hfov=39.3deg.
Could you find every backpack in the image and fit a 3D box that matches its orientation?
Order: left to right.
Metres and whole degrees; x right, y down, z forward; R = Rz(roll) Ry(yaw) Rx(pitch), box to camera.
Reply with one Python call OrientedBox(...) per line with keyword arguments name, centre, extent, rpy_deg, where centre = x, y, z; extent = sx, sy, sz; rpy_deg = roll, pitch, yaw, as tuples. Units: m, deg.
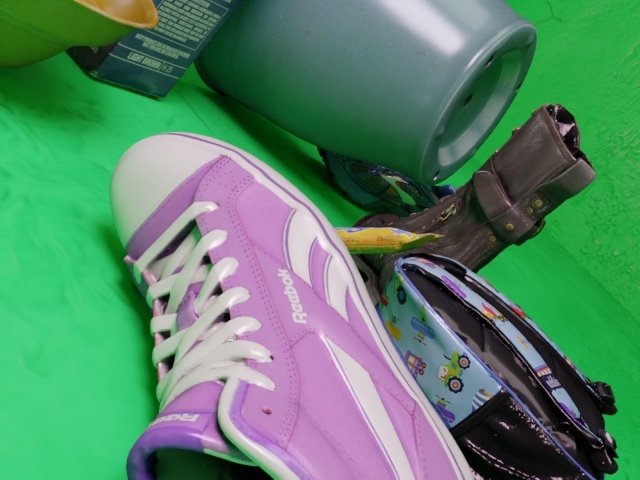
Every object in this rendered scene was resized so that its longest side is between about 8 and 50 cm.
OrientedBox(name="backpack", centre=(0.092, 0.094, 0.571), extent=(0.173, 0.117, 0.158), rpy_deg=(46, 16, 9))

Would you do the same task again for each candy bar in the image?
OrientedBox(name="candy bar", centre=(0.000, 0.000, 0.603), extent=(0.162, 0.018, 0.040), rpy_deg=(1, 3, 29))

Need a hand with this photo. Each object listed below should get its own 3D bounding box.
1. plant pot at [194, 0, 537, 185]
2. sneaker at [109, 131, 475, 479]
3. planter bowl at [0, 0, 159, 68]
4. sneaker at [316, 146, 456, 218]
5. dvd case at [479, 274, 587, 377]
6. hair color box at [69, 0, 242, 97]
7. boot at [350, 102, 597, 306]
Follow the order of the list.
OrientedBox(name="plant pot", centre=(0.058, -0.193, 0.886), extent=(0.255, 0.271, 0.272), rpy_deg=(38, 13, 19))
OrientedBox(name="sneaker", centre=(-0.043, 0.045, 0.409), extent=(0.282, 0.102, 0.161), rpy_deg=(50, 20, 23))
OrientedBox(name="planter bowl", centre=(-0.216, -0.173, 0.562), extent=(0.217, 0.090, 0.217), rpy_deg=(39, 16, -13))
OrientedBox(name="sneaker", centre=(0.080, -0.076, 1.045), extent=(0.221, 0.087, 0.083), rpy_deg=(33, 18, -34))
OrientedBox(name="dvd case", centre=(0.222, 0.128, 0.970), extent=(0.179, 0.029, 0.239), rpy_deg=(45, 16, 3))
OrientedBox(name="hair color box", centre=(-0.098, -0.305, 0.720), extent=(0.174, 0.347, 0.105), rpy_deg=(48, 16, 18))
OrientedBox(name="boot", centre=(0.129, -0.024, 0.764), extent=(0.091, 0.229, 0.263), rpy_deg=(39, 16, -14))
